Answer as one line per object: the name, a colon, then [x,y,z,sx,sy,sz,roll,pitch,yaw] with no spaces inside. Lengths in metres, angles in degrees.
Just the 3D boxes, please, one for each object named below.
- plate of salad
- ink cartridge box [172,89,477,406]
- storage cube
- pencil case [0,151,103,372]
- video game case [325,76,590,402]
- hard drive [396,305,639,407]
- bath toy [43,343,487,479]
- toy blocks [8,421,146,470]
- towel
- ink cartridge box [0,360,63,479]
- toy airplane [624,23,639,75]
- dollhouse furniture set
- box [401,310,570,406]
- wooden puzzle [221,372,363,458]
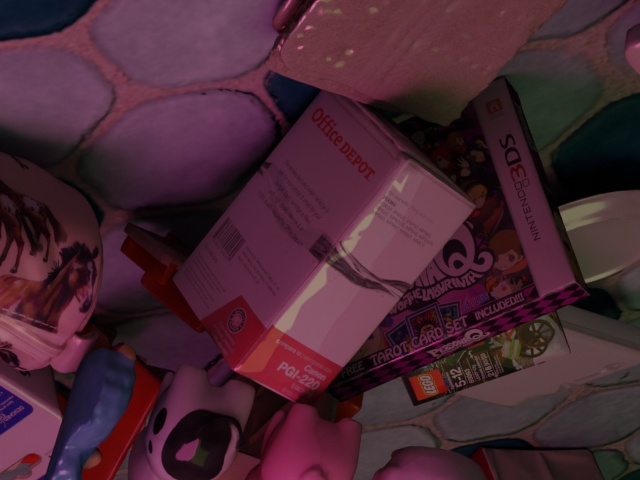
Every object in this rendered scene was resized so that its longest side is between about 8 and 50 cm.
plate of salad: [0.251,-0.006,1.757,0.200,0.048,0.200,-12,154,-6]
ink cartridge box: [0.000,0.000,1.461,0.092,0.158,0.218,31,102,-35]
storage cube: [0.249,0.382,2.253,0.184,0.215,0.193,6,137,-31]
pencil case: [-0.344,-0.007,1.349,0.160,0.183,0.410,-35,145,31]
video game case: [0.086,-0.001,1.530,0.232,0.210,0.042,-24,149,15]
hard drive: [0.171,0.107,1.886,0.203,0.040,0.307,-25,150,39]
bath toy: [-0.039,0.197,1.443,0.348,0.129,0.151,18,161,-7]
toy blocks: [-0.270,0.194,1.846,0.148,0.054,0.123,14,140,-40]
towel: [0.097,-0.198,1.348,0.187,0.049,0.282,16,137,-31]
ink cartridge box: [-0.358,0.107,1.542,0.165,0.065,0.333,-34,123,28]
toy airplane: [0.432,-0.181,1.388,0.384,0.272,0.386,22,161,12]
dollhouse furniture set: [-0.168,0.125,1.613,0.135,0.262,0.259,23,99,-44]
box: [0.121,0.033,1.670,0.159,0.044,0.233,-20,123,6]
wooden puzzle: [-0.055,0.222,1.728,0.080,0.348,0.322,32,132,-15]
